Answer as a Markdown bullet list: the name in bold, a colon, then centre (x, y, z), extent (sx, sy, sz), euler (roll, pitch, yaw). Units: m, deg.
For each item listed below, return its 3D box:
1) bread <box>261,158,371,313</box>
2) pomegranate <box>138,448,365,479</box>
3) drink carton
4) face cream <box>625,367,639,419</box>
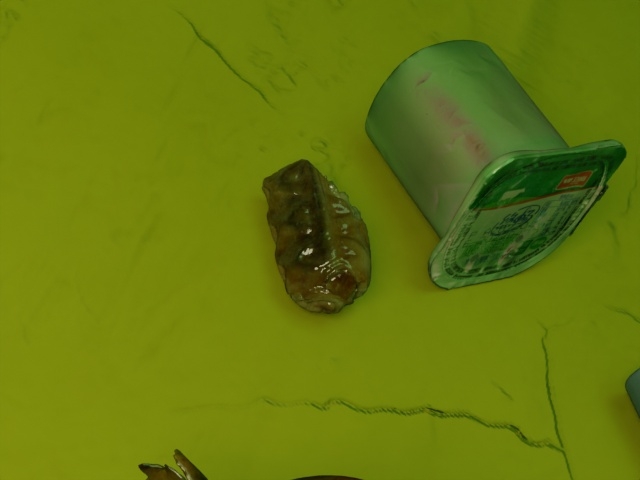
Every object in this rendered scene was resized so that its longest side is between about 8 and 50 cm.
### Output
- **bread**: centre (0.000, 0.000, 0.963), extent (0.066, 0.060, 0.110), euler (-4, 57, -16)
- **pomegranate**: centre (-0.012, 0.215, 0.689), extent (0.256, 0.221, 0.221), euler (47, 46, 0)
- **drink carton**: centre (0.116, -0.064, 1.038), extent (0.146, 0.144, 0.142), euler (-11, 54, -37)
- **face cream**: centre (0.304, 0.199, 0.983), extent (0.077, 0.077, 0.250), euler (-4, 61, -33)
